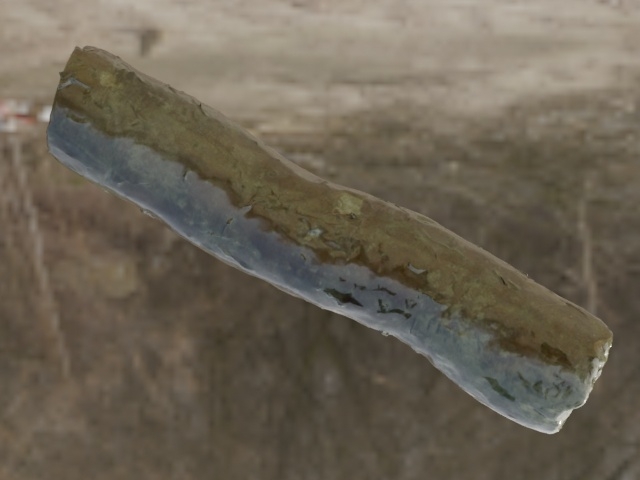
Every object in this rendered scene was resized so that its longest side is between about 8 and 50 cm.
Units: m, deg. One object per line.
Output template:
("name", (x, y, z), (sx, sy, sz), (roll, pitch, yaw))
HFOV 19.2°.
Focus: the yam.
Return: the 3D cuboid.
("yam", (0.000, 0.000, 0.781), (0.252, 0.061, 0.061), (29, 179, 2))
